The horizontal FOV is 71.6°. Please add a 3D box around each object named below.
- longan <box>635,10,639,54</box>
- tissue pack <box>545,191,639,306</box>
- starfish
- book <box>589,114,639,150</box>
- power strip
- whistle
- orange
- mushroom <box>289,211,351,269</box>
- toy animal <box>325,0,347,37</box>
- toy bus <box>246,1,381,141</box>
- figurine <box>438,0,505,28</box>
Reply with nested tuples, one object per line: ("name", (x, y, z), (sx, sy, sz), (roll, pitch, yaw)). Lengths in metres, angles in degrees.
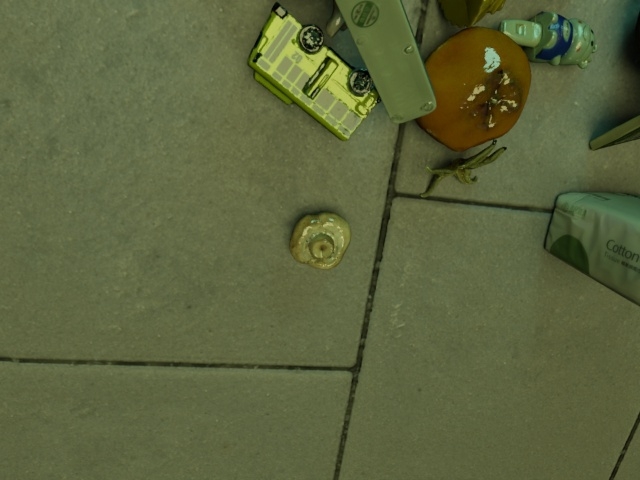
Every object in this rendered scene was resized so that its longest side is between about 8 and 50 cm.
("longan", (0.814, -0.449, 0.895), (0.297, 0.297, 0.298), (-3, 111, -8))
("tissue pack", (0.741, 0.013, 1.003), (0.265, 0.356, 0.194), (0, 110, -9))
("starfish", (0.307, -0.159, 0.993), (0.216, 0.050, 0.223), (-9, 158, -44))
("book", (0.791, -0.273, 0.996), (0.264, 0.202, 0.027), (-14, 84, -3))
("power strip", (0.097, -0.353, 0.727), (0.091, 0.063, 0.385), (-15, 142, 23))
("whistle", (0.488, -0.427, 0.937), (0.244, 0.092, 0.110), (5, 89, -16))
("orange", (0.306, -0.306, 0.910), (0.248, 0.183, 0.249), (-4, 111, -9))
("mushroom", (0.000, 0.000, 1.016), (0.147, 0.112, 0.148), (0, 113, 0))
("toy animal", (0.023, -0.569, 0.735), (0.302, 0.194, 0.344), (44, 117, -8))
("toy bus", (-0.018, -0.328, 0.881), (0.262, 0.128, 0.150), (34, 105, -20))
("figurine", (0.404, -0.541, 0.870), (0.315, 0.188, 0.168), (-16, 149, -12))
